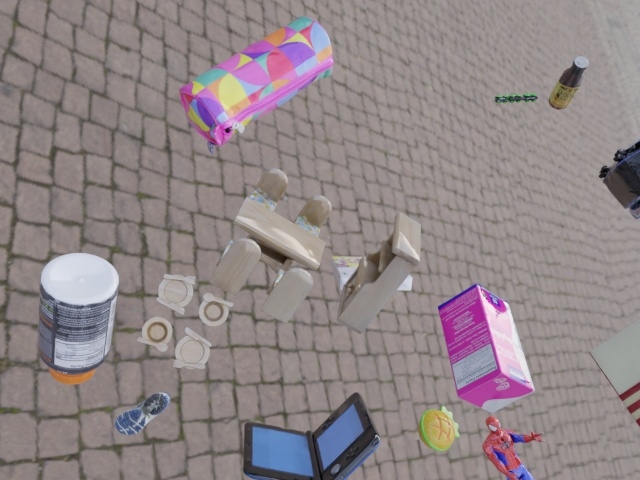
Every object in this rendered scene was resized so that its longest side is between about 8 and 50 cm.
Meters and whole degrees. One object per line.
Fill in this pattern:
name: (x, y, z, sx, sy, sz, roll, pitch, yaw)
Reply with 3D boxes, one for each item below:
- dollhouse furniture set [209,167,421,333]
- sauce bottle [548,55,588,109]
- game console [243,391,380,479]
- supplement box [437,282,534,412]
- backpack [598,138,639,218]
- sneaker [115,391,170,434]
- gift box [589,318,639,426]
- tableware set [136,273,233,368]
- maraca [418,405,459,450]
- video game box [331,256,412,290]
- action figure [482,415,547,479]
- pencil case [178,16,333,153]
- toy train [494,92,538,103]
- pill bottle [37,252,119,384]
dollhouse furniture set: (0.000, 0.000, 1.632, 0.394, 0.256, 0.362, 30, 29, -9)
sauce bottle: (0.460, -0.292, 1.299, 0.128, 0.042, 0.042, 87, -1, -68)
game console: (-0.027, 0.433, 1.585, 0.173, 0.250, 0.293, 44, 1, -10)
supplement box: (0.329, 0.215, 1.412, 0.111, 0.114, 0.220, 29, 39, -33)
backpack: (0.592, -0.133, 1.208, 0.116, 0.173, 0.158, 57, 4, 12)
sneaker: (-0.369, 0.363, 1.477, 0.052, 0.135, 0.058, 59, 8, 2)
gift box: (0.623, 0.192, 1.136, 0.255, 0.258, 0.276, 12, 43, -51)
tableware set: (-0.254, 0.151, 1.307, 0.141, 0.020, 0.168, 24, 78, -5)
maraca: (0.364, 0.571, 2.135, 0.186, 0.099, 0.127, -8, 70, -51)
video game box: (0.143, 0.094, 2.027, 0.187, 0.205, 0.048, -108, -160, -70)
action figure: (0.428, 0.494, 1.453, 0.092, 0.139, 0.280, -26, 89, -19)
pencil case: (-0.085, -0.222, 0.990, 0.236, 0.104, 0.104, -40, 107, -22)
toy train: (0.369, -0.271, 1.330, 0.023, 0.083, 0.017, -96, -176, -66)
pill bottle: (-0.440, 0.151, 1.262, 0.131, 0.245, 0.130, 13, 38, -10)
